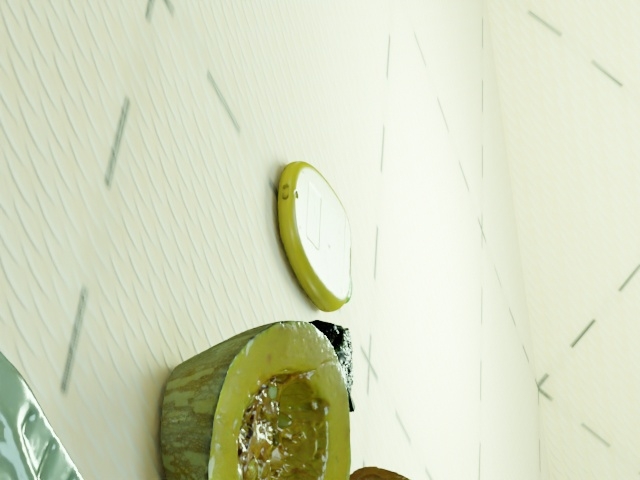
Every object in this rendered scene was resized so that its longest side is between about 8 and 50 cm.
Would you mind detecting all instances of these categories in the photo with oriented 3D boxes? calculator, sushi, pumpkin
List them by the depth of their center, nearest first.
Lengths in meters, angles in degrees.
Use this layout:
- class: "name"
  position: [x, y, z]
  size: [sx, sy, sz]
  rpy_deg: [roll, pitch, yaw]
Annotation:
- class: "pumpkin"
  position: [-0.066, 0.171, 1.081]
  size: [0.217, 0.110, 0.217]
  rpy_deg: [3, 90, -64]
- class: "sushi"
  position: [0.010, 0.132, 1.403]
  size: [0.083, 0.056, 0.084]
  rpy_deg: [-64, 145, -60]
- class: "calculator"
  position: [0.000, 0.000, 1.460]
  size: [0.235, 0.032, 0.146]
  rpy_deg: [52, 36, -58]

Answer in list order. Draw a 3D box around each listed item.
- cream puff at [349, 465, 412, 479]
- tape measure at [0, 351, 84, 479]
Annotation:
- class: "cream puff"
  position: [0.078, 0.386, 1.391]
  size: [0.241, 0.155, 0.269]
  rpy_deg: [-81, 152, -55]
- class: "tape measure"
  position: [-0.179, 0.207, 0.637]
  size: [0.246, 0.125, 0.243]
  rpy_deg: [-78, 149, -53]
